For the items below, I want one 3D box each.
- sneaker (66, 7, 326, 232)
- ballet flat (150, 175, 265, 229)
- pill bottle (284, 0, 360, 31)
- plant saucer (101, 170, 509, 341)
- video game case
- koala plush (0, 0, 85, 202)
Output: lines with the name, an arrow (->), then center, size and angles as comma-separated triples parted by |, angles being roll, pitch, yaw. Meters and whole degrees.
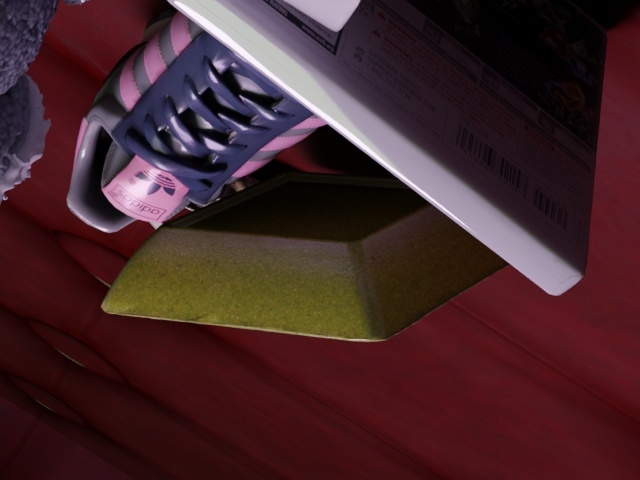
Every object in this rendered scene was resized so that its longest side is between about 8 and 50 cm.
sneaker -> -0.052, -0.067, 0.976 | 0.112, 0.131, 0.319 | 36, 163, -11
ballet flat -> -0.057, -0.015, 1.229 | 0.221, 0.079, 0.077 | 28, 162, 12
pill bottle -> -0.096, -0.204, 0.571 | 0.323, 0.181, 0.181 | 32, 164, -4
plant saucer -> 0.000, 0.000, 1.043 | 0.188, 0.188, 0.045 | 4, 108, 33
video game case -> 0.036, -0.088, 0.728 | 0.190, 0.173, 0.022 | 36, 127, -17
koala plush -> -0.152, -0.136, 0.794 | 0.203, 0.221, 0.196 | 19, 159, 36
